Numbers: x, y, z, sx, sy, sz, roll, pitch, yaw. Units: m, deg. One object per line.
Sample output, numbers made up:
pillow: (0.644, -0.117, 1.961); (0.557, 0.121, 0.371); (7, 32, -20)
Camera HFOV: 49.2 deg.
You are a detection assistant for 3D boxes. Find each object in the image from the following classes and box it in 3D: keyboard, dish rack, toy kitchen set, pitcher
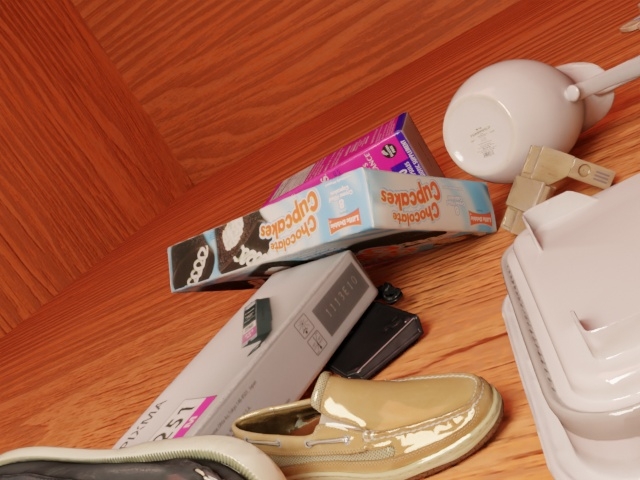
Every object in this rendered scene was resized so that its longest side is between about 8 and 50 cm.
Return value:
keyboard: (0.038, 0.079, 0.656); (0.108, 0.023, 0.180); (-42, 16, -13)
dish rack: (0.255, -0.012, 0.397); (0.333, 0.072, 0.285); (-27, 14, 15)
toy kitchen set: (0.220, -0.035, 0.635); (0.068, 0.075, 0.083); (-105, 34, -79)
pitcher: (0.240, -0.142, 0.729); (0.207, 0.125, 0.178); (-23, -3, -41)

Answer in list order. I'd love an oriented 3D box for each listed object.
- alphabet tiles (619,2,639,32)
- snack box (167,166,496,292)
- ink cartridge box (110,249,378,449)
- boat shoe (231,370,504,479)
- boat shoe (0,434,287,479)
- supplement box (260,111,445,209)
alphabet tiles: (0.620, -0.409, 1.086); (0.278, 0.021, 0.284); (-31, 13, 4)
snack box: (0.000, 0.000, 0.752); (0.187, 0.060, 0.322); (0, -13, -43)
ink cartridge box: (-0.102, 0.132, 0.650); (0.239, 0.060, 0.275); (-18, 23, 47)
boat shoe: (0.020, 0.117, 0.451); (0.190, 0.072, 0.068); (-26, 15, 25)
boat shoe: (-0.179, 0.212, 0.446); (0.340, 0.127, 0.113); (-14, 8, 27)
supplement box: (0.045, -0.065, 0.952); (0.220, 0.111, 0.114); (-28, 15, 21)
